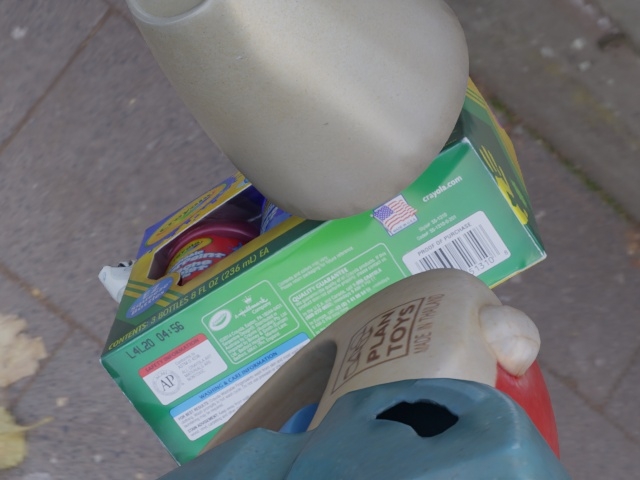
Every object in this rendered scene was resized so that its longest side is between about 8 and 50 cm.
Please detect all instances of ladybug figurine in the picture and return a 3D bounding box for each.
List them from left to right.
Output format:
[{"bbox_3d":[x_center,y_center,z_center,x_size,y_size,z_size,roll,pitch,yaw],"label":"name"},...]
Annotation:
[{"bbox_3d":[0.002,0.197,0.986,0.162,0.449,0.305,36,37,-10],"label":"ladybug figurine"}]

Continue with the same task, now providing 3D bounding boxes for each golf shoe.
[{"bbox_3d":[-0.213,0.047,1.942,0.086,0.176,0.069,37,105,17],"label":"golf shoe"}]

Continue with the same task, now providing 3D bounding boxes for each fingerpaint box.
[{"bbox_3d":[0.000,0.000,1.692,0.445,0.371,0.163,-31,107,13],"label":"fingerpaint box"}]

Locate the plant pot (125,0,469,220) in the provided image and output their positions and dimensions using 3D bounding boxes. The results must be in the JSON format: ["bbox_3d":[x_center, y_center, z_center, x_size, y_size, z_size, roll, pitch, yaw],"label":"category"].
[{"bbox_3d":[-0.044,-0.186,1.377,0.274,0.256,0.256,33,70,-50],"label":"plant pot"}]

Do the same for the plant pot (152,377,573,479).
[{"bbox_3d":[0.032,0.249,0.509,0.341,0.341,0.334,-33,102,-21],"label":"plant pot"}]
